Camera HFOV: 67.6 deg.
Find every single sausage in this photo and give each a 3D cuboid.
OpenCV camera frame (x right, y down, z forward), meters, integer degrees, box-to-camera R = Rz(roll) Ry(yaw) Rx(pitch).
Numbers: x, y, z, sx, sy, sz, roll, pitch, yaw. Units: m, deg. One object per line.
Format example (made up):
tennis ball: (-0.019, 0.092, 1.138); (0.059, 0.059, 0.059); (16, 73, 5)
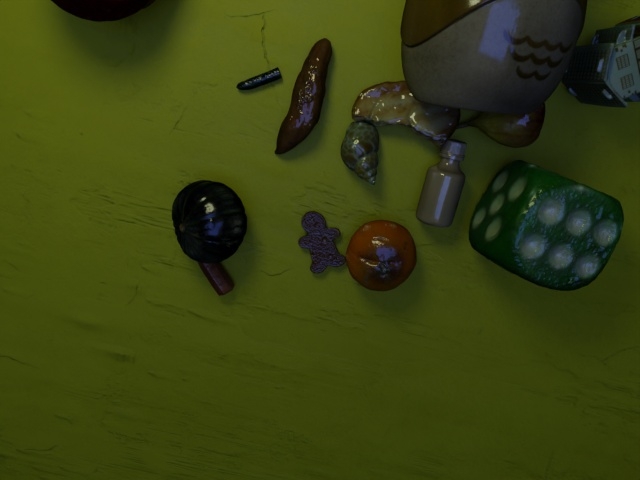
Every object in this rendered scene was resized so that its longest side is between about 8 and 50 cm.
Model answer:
sausage: (-0.346, 0.096, 1.544); (0.065, 0.065, 0.169); (-26, 107, 10)

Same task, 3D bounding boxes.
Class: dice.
dice: (0.624, -0.046, 1.350); (0.297, 0.300, 0.287); (22, 107, -6)

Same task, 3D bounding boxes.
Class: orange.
orange: (0.185, 0.048, 1.460); (0.224, 0.170, 0.223); (0, 111, -1)

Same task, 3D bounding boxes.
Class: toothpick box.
toothpick box: (0.397, -0.533, 1.127); (0.409, 0.409, 0.424); (6, 112, -1)

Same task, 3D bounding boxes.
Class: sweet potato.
sweet potato: (-0.039, -0.386, 1.343); (0.095, 0.106, 0.354); (9, 115, -38)

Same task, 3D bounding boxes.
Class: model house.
model house: (0.780, -0.454, 1.235); (0.215, 0.224, 0.198); (-24, 109, 9)

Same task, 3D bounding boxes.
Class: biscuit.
biscuit: (0.000, 0.000, 1.519); (0.138, 0.031, 0.204); (-20, 109, 8)
biscuit: (0.247, -0.373, 1.352); (0.299, 0.045, 0.154); (19, 87, 3)

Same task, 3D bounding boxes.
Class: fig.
fig: (0.493, -0.329, 1.347); (0.257, 0.159, 0.159); (-4, 111, 24)

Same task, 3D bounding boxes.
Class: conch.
conch: (0.117, -0.264, 1.386); (0.116, 0.106, 0.172); (16, 96, -24)

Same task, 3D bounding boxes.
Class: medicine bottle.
medicine bottle: (0.363, -0.170, 1.406); (0.114, 0.114, 0.252); (10, 110, -3)

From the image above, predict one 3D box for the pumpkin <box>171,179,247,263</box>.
pumpkin: (-0.325, -0.054, 1.424); (0.250, 0.216, 0.249); (2, 94, 28)

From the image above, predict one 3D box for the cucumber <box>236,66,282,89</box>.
cucumber: (-0.176, -0.453, 1.355); (0.133, 0.032, 0.032); (-18, 109, 6)

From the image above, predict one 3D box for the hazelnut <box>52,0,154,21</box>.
hazelnut: (-0.512, -0.728, 1.116); (0.359, 0.359, 0.409); (29, 112, -9)
